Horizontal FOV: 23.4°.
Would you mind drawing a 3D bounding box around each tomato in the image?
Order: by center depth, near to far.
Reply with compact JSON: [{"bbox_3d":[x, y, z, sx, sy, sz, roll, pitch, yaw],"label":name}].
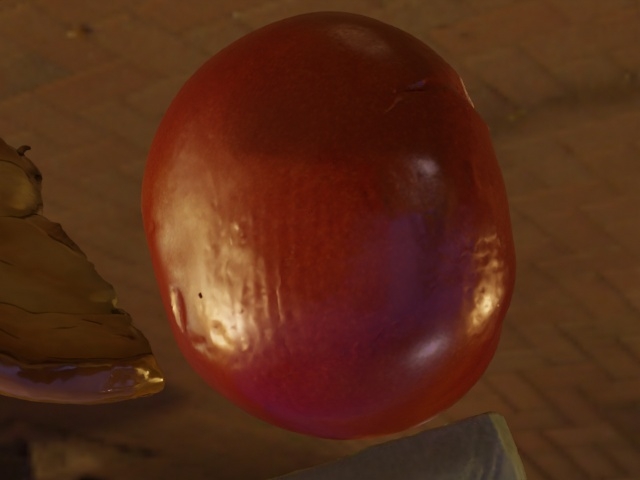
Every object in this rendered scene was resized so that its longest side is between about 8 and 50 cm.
[{"bbox_3d":[0.000,0.000,1.037,0.226,0.298,0.298,-16,160,-8],"label":"tomato"}]

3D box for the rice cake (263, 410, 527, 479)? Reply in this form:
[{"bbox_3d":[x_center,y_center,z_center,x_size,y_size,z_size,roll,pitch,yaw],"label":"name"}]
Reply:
[{"bbox_3d":[-0.017,0.118,0.515,0.222,0.080,0.042,-10,164,-30],"label":"rice cake"}]

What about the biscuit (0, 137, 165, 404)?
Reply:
[{"bbox_3d":[-0.191,0.003,0.796,0.154,0.045,0.299,5,-159,-26],"label":"biscuit"}]
